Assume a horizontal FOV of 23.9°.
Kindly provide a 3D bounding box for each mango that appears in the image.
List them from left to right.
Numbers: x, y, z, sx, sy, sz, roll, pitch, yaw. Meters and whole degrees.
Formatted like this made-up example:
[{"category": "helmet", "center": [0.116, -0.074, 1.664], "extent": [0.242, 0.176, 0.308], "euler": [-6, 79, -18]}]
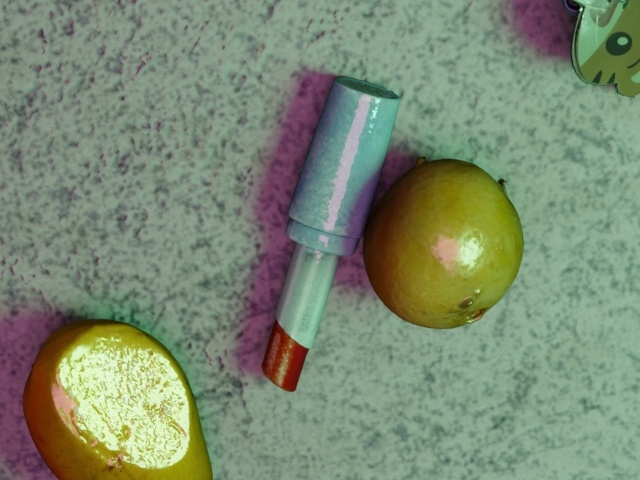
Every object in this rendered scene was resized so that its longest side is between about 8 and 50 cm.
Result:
[{"category": "mango", "center": [-0.171, 0.165, 1.313], "extent": [0.141, 0.102, 0.217], "euler": [-38, 107, -14]}]

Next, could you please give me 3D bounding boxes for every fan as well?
[{"category": "fan", "center": [0.223, -0.190, 1.177], "extent": [0.227, 0.008, 0.152], "euler": [3, 115, -45]}]

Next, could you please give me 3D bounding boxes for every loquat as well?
[{"category": "loquat", "center": [0.102, 0.002, 1.241], "extent": [0.141, 0.141, 0.141], "euler": [0, 107, 0]}]

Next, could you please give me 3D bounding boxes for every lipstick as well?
[{"category": "lipstick", "center": [0.000, 0.000, 1.280], "extent": [0.068, 0.061, 0.274], "euler": [17, 106, 0]}]

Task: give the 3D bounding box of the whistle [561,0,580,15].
[{"category": "whistle", "center": [0.204, -0.257, 1.194], "extent": [0.090, 0.090, 0.157], "euler": [1, 99, 0]}]
